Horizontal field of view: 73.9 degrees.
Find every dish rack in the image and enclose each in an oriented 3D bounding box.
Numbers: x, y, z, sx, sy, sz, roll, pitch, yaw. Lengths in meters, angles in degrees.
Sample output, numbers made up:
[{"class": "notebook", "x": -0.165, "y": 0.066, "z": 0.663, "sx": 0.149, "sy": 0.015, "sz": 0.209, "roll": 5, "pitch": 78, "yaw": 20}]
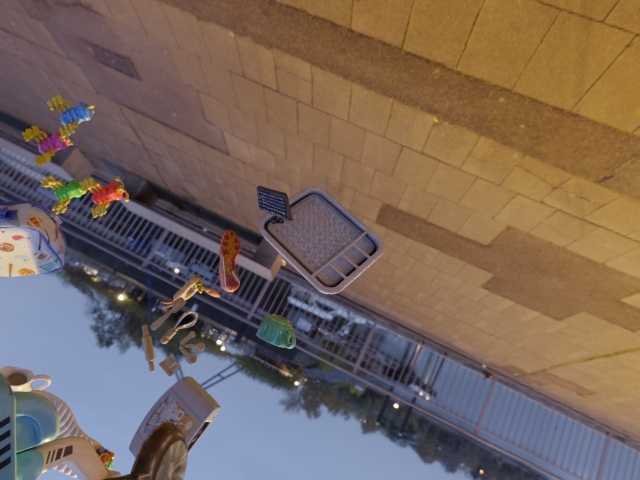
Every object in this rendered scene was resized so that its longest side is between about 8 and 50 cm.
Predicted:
[{"class": "dish rack", "x": 0.000, "y": 0.000, "z": 1.323, "sx": 0.333, "sy": 0.286, "sz": 0.072, "roll": 43, "pitch": 148, "yaw": 14}]

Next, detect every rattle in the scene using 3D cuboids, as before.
[{"class": "rattle", "x": -0.565, "y": 0.258, "z": 1.844, "sx": 0.142, "sy": 0.200, "sz": 0.130, "roll": 50, "pitch": 132, "yaw": -4}]

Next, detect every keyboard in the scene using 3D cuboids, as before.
[{"class": "keyboard", "x": -0.134, "y": -0.092, "z": 1.208, "sx": 0.180, "sy": 0.023, "sz": 0.108, "roll": 23, "pitch": 129, "yaw": 55}]

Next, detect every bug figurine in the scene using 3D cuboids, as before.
[{"class": "bug figurine", "x": -0.581, "y": -0.189, "z": 1.011, "sx": 0.217, "sy": 0.278, "sz": 0.072, "roll": -12, "pitch": -169, "yaw": 20}]

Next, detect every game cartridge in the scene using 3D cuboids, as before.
[{"class": "game cartridge", "x": -0.486, "y": 0.611, "z": 1.396, "sx": 0.198, "sy": 0.297, "sz": 0.062, "roll": 31, "pitch": 168, "yaw": 26}]

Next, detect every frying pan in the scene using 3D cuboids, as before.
[{"class": "frying pan", "x": -0.345, "y": 0.448, "z": 0.852, "sx": 0.053, "sy": 0.197, "sz": 0.326, "roll": 3, "pitch": 140, "yaw": 11}]

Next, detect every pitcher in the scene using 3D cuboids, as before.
[{"class": "pitcher", "x": -1.167, "y": 0.589, "z": 1.665, "sx": 0.178, "sy": 0.207, "sz": 0.125, "roll": 15, "pitch": -148, "yaw": -26}]

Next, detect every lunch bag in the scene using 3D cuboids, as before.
[{"class": "lunch bag", "x": -0.840, "y": -0.007, "z": 1.111, "sx": 0.304, "sy": 0.114, "sz": 0.243, "roll": -6, "pitch": 145, "yaw": -12}]

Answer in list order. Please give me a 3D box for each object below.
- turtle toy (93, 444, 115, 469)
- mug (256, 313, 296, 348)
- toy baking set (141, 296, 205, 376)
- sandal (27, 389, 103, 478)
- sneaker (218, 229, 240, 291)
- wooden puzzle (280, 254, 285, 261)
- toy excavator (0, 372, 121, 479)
[{"class": "turtle toy", "x": -0.746, "y": 0.729, "z": 1.418, "sx": 0.066, "sy": 0.095, "sz": 0.130, "roll": -33, "pitch": 116, "yaw": 28}, {"class": "mug", "x": -0.163, "y": 0.354, "z": 1.675, "sx": 0.158, "sy": 0.097, "sz": 0.129, "roll": 23, "pitch": 175, "yaw": 1}, {"class": "toy baking set", "x": -0.510, "y": 0.332, "z": 1.460, "sx": 0.197, "sy": 0.255, "sz": 0.030, "roll": -14, "pitch": -176, "yaw": -18}, {"class": "sandal", "x": -0.905, "y": 0.671, "z": 1.451, "sx": 0.102, "sy": 0.169, "sz": 0.416, "roll": 7, "pitch": 128, "yaw": 43}, {"class": "sneaker", "x": -0.267, "y": 0.057, "z": 1.203, "sx": 0.064, "sy": 0.174, "sz": 0.068, "roll": 4, "pitch": 177, "yaw": -40}, {"class": "wooden puzzle", "x": -0.143, "y": -0.014, "z": 1.874, "sx": 0.045, "sy": 0.238, "sz": 0.221, "roll": 8, "pitch": 172, "yaw": -3}, {"class": "toy excavator", "x": -0.698, "y": 0.502, "z": 1.011, "sx": 0.223, "sy": 0.432, "sz": 0.445, "roll": -10, "pitch": 173, "yaw": 30}]
